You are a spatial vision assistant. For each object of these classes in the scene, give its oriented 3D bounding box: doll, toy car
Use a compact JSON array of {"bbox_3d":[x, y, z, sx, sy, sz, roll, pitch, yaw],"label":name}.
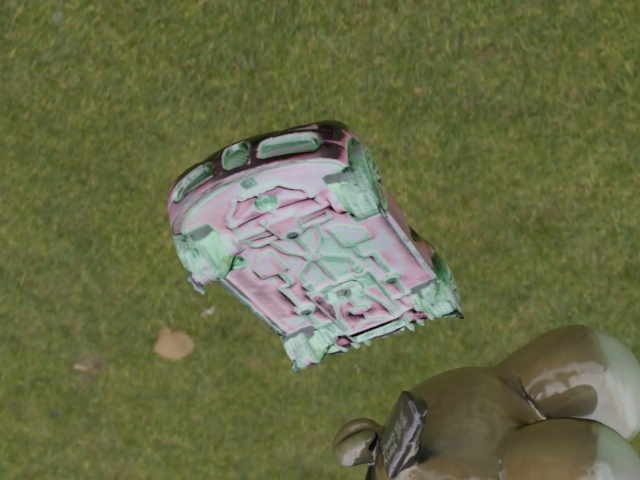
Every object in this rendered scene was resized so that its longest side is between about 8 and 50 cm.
[{"bbox_3d":[0.084,0.207,0.666,0.174,0.235,0.330,7,118,4],"label":"doll"},{"bbox_3d":[0.000,0.000,0.395,0.069,0.055,0.142,-21,148,14],"label":"toy car"}]
